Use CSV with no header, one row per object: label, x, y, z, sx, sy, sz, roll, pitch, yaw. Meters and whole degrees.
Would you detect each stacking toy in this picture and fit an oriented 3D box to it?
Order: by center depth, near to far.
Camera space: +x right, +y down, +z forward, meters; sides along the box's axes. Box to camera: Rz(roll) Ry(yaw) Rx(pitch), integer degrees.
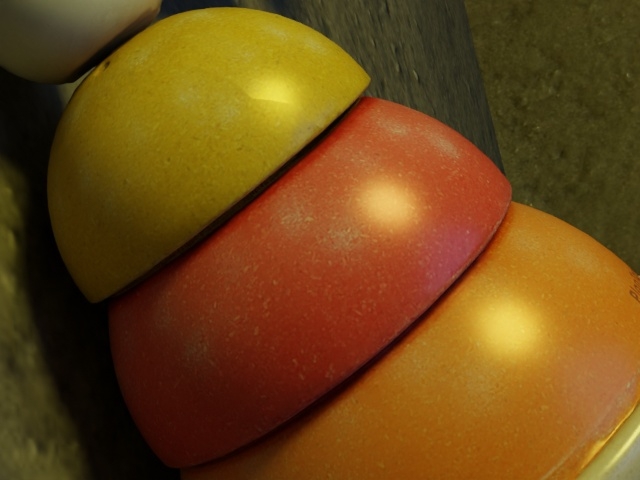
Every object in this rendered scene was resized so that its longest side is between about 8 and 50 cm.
stacking toy,-0.040,-0.017,0.659,0.480,0.351,0.350,52,22,-6
